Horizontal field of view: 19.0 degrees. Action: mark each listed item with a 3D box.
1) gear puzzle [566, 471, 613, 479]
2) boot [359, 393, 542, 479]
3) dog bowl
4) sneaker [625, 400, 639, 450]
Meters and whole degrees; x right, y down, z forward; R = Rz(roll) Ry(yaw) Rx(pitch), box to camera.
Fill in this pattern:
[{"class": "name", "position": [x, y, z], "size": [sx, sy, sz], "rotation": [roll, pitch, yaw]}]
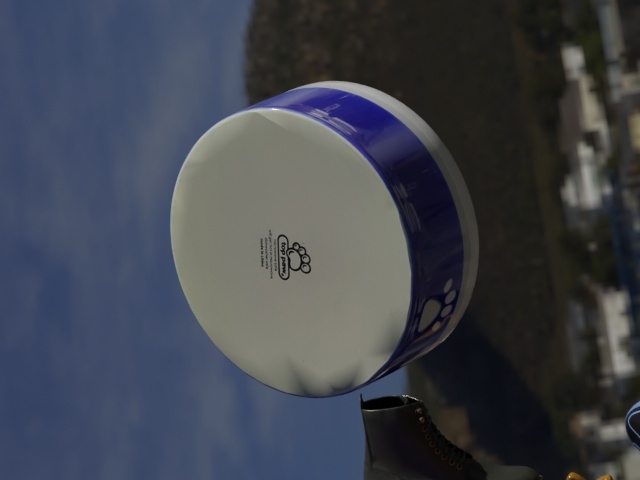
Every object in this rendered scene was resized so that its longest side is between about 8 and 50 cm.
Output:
[{"class": "gear puzzle", "position": [0.284, 0.284, 1.402], "size": [0.339, 0.175, 0.044], "rotation": [39, -152, -10]}, {"class": "boot", "position": [0.138, 0.229, 2.076], "size": [0.077, 0.198, 0.137], "rotation": [-74, -23, -71]}, {"class": "dog bowl", "position": [0.000, 0.000, 1.666], "size": [0.104, 0.265, 0.265], "rotation": [-25, -73, -51]}, {"class": "sneaker", "position": [0.338, 0.206, 1.778], "size": [0.232, 0.090, 0.081], "rotation": [22, 131, 63]}]
